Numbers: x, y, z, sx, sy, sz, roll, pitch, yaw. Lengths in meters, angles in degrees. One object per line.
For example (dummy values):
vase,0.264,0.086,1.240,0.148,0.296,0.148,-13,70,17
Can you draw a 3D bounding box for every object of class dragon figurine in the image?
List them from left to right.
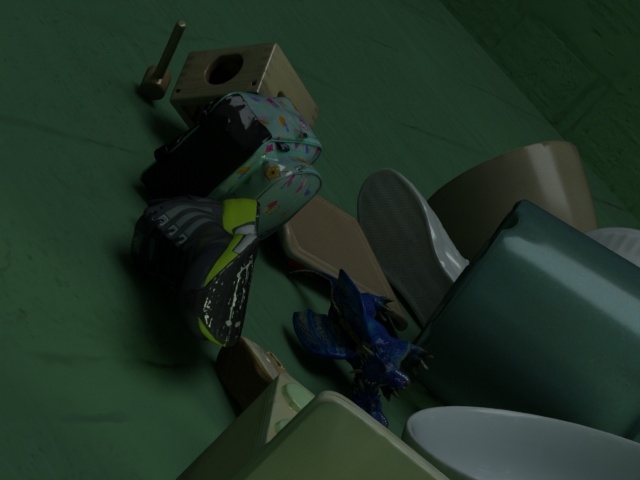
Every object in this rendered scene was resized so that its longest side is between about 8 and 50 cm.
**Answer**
dragon figurine,0.029,0.093,1.568,0.144,0.085,0.289,31,19,-51

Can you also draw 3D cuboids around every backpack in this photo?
backpack,-0.082,-0.081,1.614,0.144,0.166,0.188,48,23,7

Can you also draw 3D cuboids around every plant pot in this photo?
plant pot,0.318,0.033,2.142,0.256,0.256,0.274,11,53,-58
plant pot,0.300,0.145,1.713,0.334,0.341,0.341,37,18,3

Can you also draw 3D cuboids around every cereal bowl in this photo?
cereal bowl,0.231,0.282,1.418,0.339,0.141,0.339,11,9,-2

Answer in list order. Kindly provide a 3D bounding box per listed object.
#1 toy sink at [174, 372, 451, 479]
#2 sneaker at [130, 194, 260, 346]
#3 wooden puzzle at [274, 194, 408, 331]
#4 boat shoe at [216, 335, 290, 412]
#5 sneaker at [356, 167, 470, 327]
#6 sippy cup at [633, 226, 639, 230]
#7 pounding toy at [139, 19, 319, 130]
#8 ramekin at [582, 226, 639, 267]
toy sink,-0.012,0.200,1.038,0.153,0.234,0.131,39,19,-11
sneaker,-0.126,0.022,1.394,0.121,0.111,0.300,10,11,-5
wooden puzzle,0.000,0.000,1.817,0.239,0.044,0.221,37,18,-35
boat shoe,-0.041,0.154,1.349,0.059,0.063,0.170,19,29,-40
sneaker,0.164,0.039,1.985,0.169,0.108,0.292,15,43,-58
sippy cup,0.465,0.096,2.318,0.305,0.240,0.224,3,1,40
pounding toy,-0.138,-0.175,1.750,0.181,0.206,0.094,55,43,-44
ramekin,0.392,0.121,1.944,0.273,0.273,0.127,47,19,10
